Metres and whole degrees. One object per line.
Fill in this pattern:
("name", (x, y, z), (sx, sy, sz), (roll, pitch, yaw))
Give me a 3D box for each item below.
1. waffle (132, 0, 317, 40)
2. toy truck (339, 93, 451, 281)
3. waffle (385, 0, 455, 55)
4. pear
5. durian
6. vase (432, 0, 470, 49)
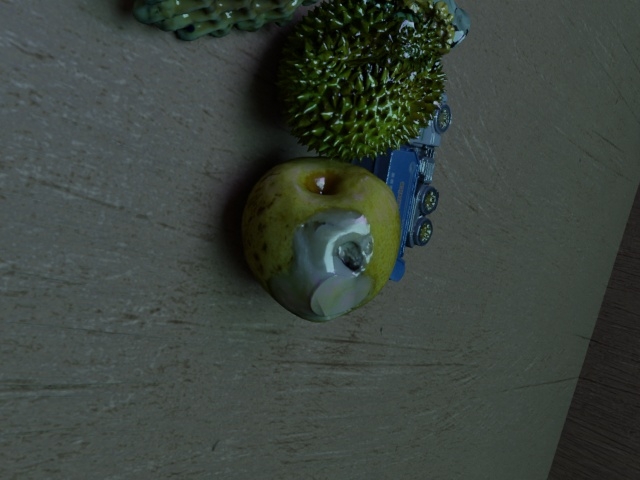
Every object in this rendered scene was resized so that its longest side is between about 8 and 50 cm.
("waffle", (-0.076, -0.338, 0.753), (0.292, 0.309, 0.056), (-19, 91, -39))
("toy truck", (0.127, -0.111, 1.139), (0.175, 0.146, 0.367), (1, 100, -51))
("waffle", (0.150, -0.381, 1.060), (0.191, 0.191, 0.038), (35, 73, -47))
("pear", (0.000, 0.000, 0.967), (0.271, 0.271, 0.271), (-18, 116, -42))
("durian", (0.057, -0.248, 0.943), (0.291, 0.291, 0.224), (-55, 179, -19))
("vase", (0.153, -0.483, 1.044), (0.360, 0.165, 0.165), (40, 73, -50))
